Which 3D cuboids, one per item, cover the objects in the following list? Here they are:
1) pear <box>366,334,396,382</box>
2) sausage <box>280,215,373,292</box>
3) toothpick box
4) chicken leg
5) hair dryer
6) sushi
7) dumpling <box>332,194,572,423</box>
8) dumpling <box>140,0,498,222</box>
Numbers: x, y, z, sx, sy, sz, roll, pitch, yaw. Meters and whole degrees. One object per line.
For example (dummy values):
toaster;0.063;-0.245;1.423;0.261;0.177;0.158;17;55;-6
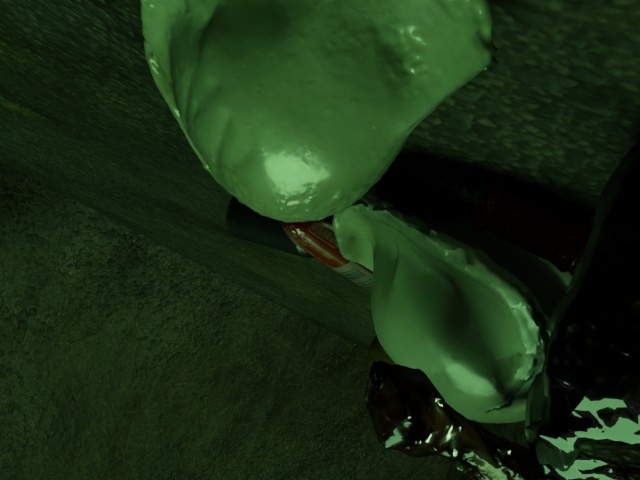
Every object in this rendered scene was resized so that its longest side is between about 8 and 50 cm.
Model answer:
pear;0.181;0.240;1.454;0.209;0.209;0.209;23;170;4
sausage;0.038;0.008;0.958;0.074;0.074;0.274;13;166;47
toothpick box;0.161;-0.013;0.624;0.083;0.047;0.047;25;170;-1
chicken leg;0.155;0.190;0.635;0.304;0.093;0.113;37;-152;-10
hair dryer;0.000;0.000;1.083;0.128;0.070;0.255;16;175;37
sushi;0.247;0.099;0.502;0.207;0.234;0.348;19;174;26
dumpling;0.127;0.057;0.766;0.260;0.181;0.341;37;-161;20
dumpling;-0.028;-0.093;0.437;0.166;0.126;0.216;44;168;-17
